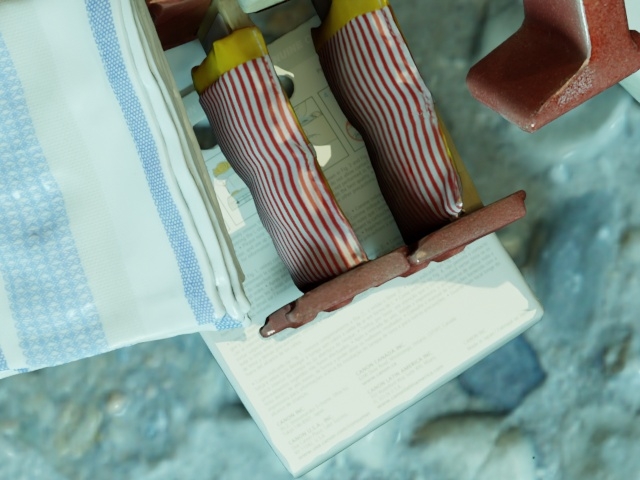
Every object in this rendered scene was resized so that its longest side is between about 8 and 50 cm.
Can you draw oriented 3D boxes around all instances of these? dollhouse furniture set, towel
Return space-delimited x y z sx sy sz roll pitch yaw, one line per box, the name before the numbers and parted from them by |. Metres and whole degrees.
dollhouse furniture set | 0.023 -0.088 0.827 0.152 0.374 0.201 -25 86 -13
towel | -0.195 -0.017 0.914 0.285 0.034 0.209 -14 103 16

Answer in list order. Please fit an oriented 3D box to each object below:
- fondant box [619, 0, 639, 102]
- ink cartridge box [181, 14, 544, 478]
fondant box | 0.241 -0.275 1.011 0.238 0.096 0.330 40 87 -16
ink cartridge box | 0.000 0.000 1.029 0.189 0.066 0.232 -32 84 -7
